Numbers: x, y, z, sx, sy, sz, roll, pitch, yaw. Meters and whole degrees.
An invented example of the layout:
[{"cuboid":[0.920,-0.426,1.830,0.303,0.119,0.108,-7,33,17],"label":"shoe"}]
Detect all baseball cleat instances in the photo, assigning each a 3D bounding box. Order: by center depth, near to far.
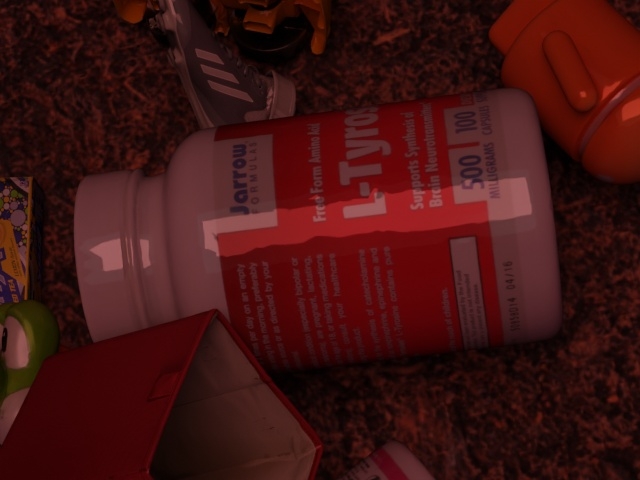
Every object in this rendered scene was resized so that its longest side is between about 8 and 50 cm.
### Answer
[{"cuboid":[-0.087,-0.161,1.719,0.109,0.072,0.206,-22,115,-8],"label":"baseball cleat"}]

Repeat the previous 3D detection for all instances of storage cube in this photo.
[{"cuboid":[-0.142,0.200,1.514,0.193,0.183,0.215,-16,35,31],"label":"storage cube"}]

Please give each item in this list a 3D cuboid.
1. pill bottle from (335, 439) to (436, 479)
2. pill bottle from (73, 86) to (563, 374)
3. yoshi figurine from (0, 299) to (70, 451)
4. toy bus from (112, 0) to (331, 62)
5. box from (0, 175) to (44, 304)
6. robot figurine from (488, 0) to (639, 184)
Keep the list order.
[{"cuboid":[0.002,0.315,1.552,0.283,0.160,0.160,-37,73,-4],"label":"pill bottle"},{"cuboid":[0.000,0.000,1.610,0.408,0.229,0.229,-8,73,4],"label":"pill bottle"},{"cuboid":[-0.316,0.225,1.587,0.204,0.203,0.362,-1,77,14],"label":"yoshi figurine"},{"cuboid":[-0.081,-0.303,1.764,0.220,0.149,0.211,9,62,12],"label":"toy bus"},{"cuboid":[-0.299,0.027,1.731,0.059,0.054,0.169,-2,73,6],"label":"box"},{"cuboid":[0.251,-0.139,1.649,0.128,0.158,0.219,-35,67,-18],"label":"robot figurine"}]
